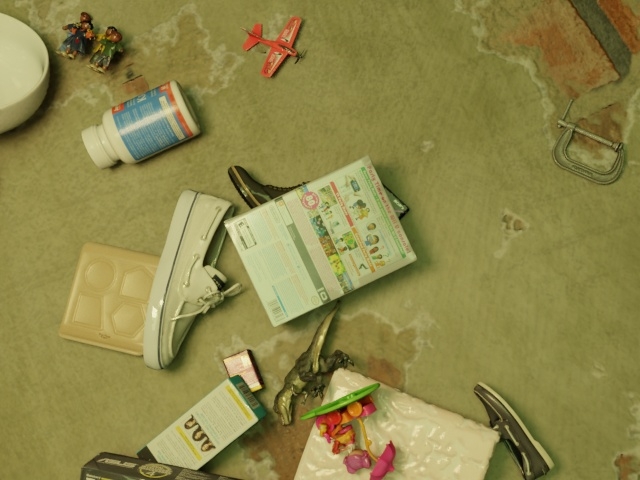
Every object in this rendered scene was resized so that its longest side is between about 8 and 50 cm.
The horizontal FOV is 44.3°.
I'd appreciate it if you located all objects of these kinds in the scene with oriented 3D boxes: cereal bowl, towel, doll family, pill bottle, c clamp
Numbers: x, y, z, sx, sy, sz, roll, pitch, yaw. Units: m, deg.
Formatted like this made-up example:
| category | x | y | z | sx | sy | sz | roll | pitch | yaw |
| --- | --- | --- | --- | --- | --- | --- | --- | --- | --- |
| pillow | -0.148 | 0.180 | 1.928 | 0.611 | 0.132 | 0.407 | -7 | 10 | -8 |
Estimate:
| category | x | y | z | sx | sy | sz | roll | pitch | yaw |
| --- | --- | --- | --- | --- | --- | --- | --- | --- | --- |
| cereal bowl | -0.737 | -0.329 | 1.634 | 0.339 | 0.141 | 0.339 | 9 | 48 | -10 |
| towel | 0.127 | 0.442 | 1.468 | 0.332 | 0.053 | 0.317 | 20 | 84 | 15 |
| doll family | -0.495 | -0.432 | 1.697 | 0.193 | 0.076 | 0.111 | 26 | 88 | 13 |
| pill bottle | -0.371 | -0.232 | 1.620 | 0.221 | 0.124 | 0.124 | -24 | 78 | 0 |
| c clamp | 0.537 | -0.191 | 1.567 | 0.161 | 0.022 | 0.137 | 32 | 84 | 11 |

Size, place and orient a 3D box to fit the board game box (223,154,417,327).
| category | x | y | z | sx | sy | sz | roll | pitch | yaw |
| --- | --- | --- | --- | --- | --- | --- | --- | --- | --- |
| board game box | 0.000 | 0.000 | 1.510 | 0.303 | 0.097 | 0.224 | -25 | 91 | -1 |

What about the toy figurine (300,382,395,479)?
| category | x | y | z | sx | sy | sz | roll | pitch | yaw |
| --- | --- | --- | --- | --- | --- | --- | --- | --- | --- |
| toy figurine | 0.063 | 0.365 | 1.425 | 0.173 | 0.130 | 0.159 | -28 | 82 | 29 |

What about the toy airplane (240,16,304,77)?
| category | x | y | z | sx | sy | sz | roll | pitch | yaw |
| --- | --- | --- | --- | --- | --- | --- | --- | --- | --- |
| toy airplane | -0.105 | -0.417 | 1.674 | 0.151 | 0.028 | 0.151 | -1 | 78 | 6 |

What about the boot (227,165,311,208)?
| category | x | y | z | sx | sy | sz | roll | pitch | yaw |
| --- | --- | --- | --- | --- | --- | --- | --- | --- | --- |
| boot | -0.082 | -0.101 | 1.599 | 0.137 | 0.077 | 0.198 | -39 | 91 | -6 |

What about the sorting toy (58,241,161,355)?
| category | x | y | z | sx | sy | sz | roll | pitch | yaw |
| --- | --- | --- | --- | --- | --- | --- | --- | --- | --- |
| sorting toy | -0.419 | 0.118 | 1.611 | 0.193 | 0.038 | 0.208 | 12 | 77 | 8 |

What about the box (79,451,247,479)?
| category | x | y | z | sx | sy | sz | roll | pitch | yaw |
| --- | --- | --- | --- | --- | --- | --- | --- | --- | --- |
| box | -0.259 | 0.586 | 1.441 | 0.395 | 0.097 | 0.318 | 8 | 97 | 8 |

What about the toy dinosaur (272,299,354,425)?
| category | x | y | z | sx | sy | sz | roll | pitch | yaw |
| --- | --- | --- | --- | --- | --- | --- | --- | --- | --- |
| toy dinosaur | -0.007 | 0.241 | 1.507 | 0.118 | 0.064 | 0.268 | 22 | 80 | 54 |

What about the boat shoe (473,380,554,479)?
| category | x | y | z | sx | sy | sz | roll | pitch | yaw |
| --- | --- | --- | --- | --- | --- | --- | --- | --- | --- |
| boat shoe | 0.346 | 0.357 | 1.462 | 0.065 | 0.075 | 0.206 | -38 | 83 | -5 |

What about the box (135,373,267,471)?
| category | x | y | z | sx | sy | sz | roll | pitch | yaw |
| --- | --- | --- | --- | --- | --- | --- | --- | --- | --- |
| box | -0.228 | 0.371 | 1.504 | 0.244 | 0.060 | 0.100 | -40 | 80 | 10 |

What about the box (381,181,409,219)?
| category | x | y | z | sx | sy | sz | roll | pitch | yaw |
| --- | --- | --- | --- | --- | --- | --- | --- | --- | --- |
| box | 0.083 | -0.046 | 1.586 | 0.116 | 0.029 | 0.162 | 44 | 86 | 11 |

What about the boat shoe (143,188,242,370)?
| category | x | y | z | sx | sy | sz | roll | pitch | yaw |
| --- | --- | --- | --- | --- | --- | --- | --- | --- | --- |
| boat shoe | -0.236 | 0.085 | 1.555 | 0.156 | 0.136 | 0.367 | 11 | 71 | 5 |

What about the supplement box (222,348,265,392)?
| category | x | y | z | sx | sy | sz | roll | pitch | yaw |
| --- | --- | --- | --- | --- | --- | --- | --- | --- | --- |
| supplement box | -0.151 | 0.263 | 1.548 | 0.055 | 0.043 | 0.083 | -22 | 79 | 3 |
